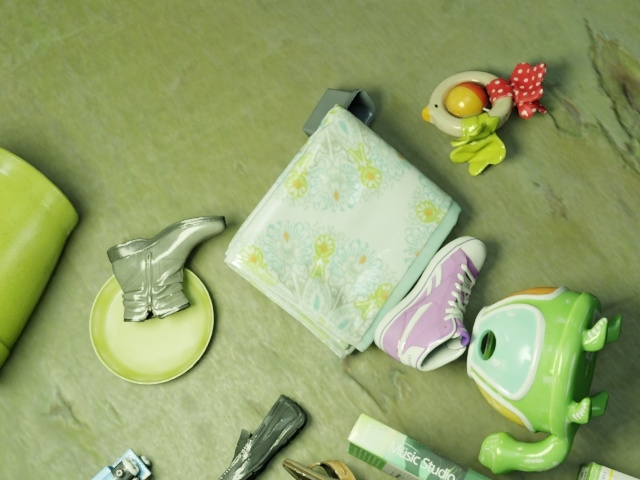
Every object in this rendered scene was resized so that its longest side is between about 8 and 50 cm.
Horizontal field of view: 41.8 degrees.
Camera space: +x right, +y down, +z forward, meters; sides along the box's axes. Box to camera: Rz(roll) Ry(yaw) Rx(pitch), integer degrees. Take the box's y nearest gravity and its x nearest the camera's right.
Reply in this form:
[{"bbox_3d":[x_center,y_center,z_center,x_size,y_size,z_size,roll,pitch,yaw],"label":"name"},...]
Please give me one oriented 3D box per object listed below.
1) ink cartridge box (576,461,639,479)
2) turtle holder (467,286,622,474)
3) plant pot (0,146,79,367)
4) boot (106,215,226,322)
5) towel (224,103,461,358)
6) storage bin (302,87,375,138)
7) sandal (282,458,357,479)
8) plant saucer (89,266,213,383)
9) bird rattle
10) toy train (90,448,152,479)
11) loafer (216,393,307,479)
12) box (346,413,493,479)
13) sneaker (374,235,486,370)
[{"bbox_3d":[0.560,0.516,1.447,0.255,0.097,0.189,18,77,8],"label":"ink cartridge box"},{"bbox_3d":[0.385,0.236,1.483,0.227,0.243,0.320,11,113,27],"label":"turtle holder"},{"bbox_3d":[-0.645,0.020,1.537,0.366,0.366,0.353,29,68,10],"label":"plant pot"},{"bbox_3d":[-0.274,0.057,1.594,0.246,0.083,0.161,-21,82,3],"label":"boot"},{"bbox_3d":[0.045,-0.013,1.557,0.320,0.090,0.374,39,79,-15],"label":"towel"},{"bbox_3d":[0.035,-0.238,1.683,0.091,0.098,0.135,24,77,37],"label":"storage bin"},{"bbox_3d":[0.039,0.430,1.507,0.219,0.090,0.060,15,60,8],"label":"sandal"},{"bbox_3d":[-0.323,0.158,1.620,0.240,0.037,0.241,-1,75,4],"label":"plant saucer"},{"bbox_3d":[0.319,-0.272,1.656,0.207,0.143,0.253,29,75,27],"label":"bird rattle"},{"bbox_3d":[-0.387,0.457,1.510,0.184,0.105,0.080,-42,77,-7],"label":"toy train"},{"bbox_3d":[-0.121,0.379,1.535,0.078,0.076,0.223,41,76,17],"label":"loafer"},{"bbox_3d":[0.198,0.402,1.427,0.322,0.232,0.058,25,73,8],"label":"box"},{"bbox_3d":[0.244,0.122,1.526,0.282,0.102,0.161,-50,37,-11],"label":"sneaker"}]
